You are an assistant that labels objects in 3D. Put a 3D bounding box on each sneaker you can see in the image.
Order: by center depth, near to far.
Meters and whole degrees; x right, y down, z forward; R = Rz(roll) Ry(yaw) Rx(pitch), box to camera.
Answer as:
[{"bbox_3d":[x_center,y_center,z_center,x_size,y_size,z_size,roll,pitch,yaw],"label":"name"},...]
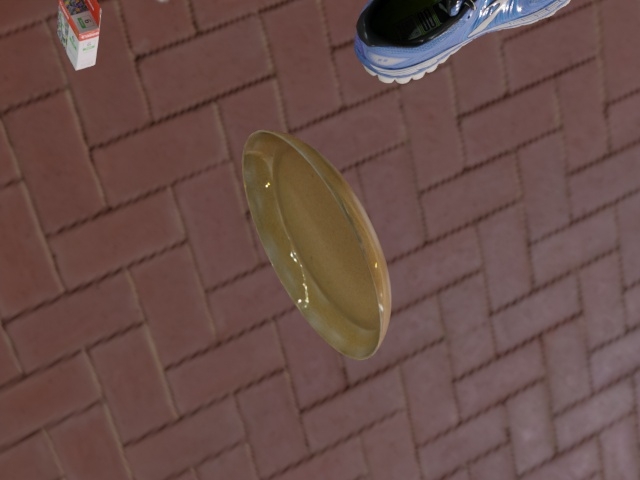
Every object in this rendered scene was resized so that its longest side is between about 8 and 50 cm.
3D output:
[{"bbox_3d":[0.182,-0.293,1.437,0.330,0.129,0.147,-33,172,8],"label":"sneaker"}]

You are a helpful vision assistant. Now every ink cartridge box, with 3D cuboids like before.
[{"bbox_3d":[-0.296,-0.268,1.551,0.029,0.063,0.115,-21,160,-23],"label":"ink cartridge box"}]

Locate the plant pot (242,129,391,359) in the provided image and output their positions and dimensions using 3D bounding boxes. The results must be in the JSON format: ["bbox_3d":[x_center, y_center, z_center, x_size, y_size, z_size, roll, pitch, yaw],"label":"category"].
[{"bbox_3d":[0.000,0.000,1.189,0.032,0.236,0.236,-27,124,-22],"label":"plant pot"}]
